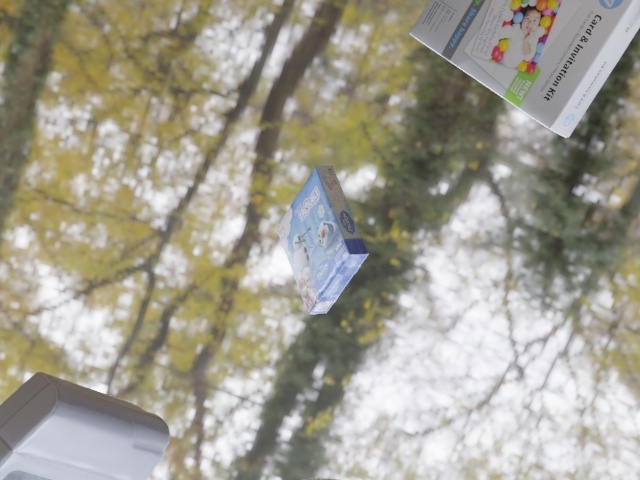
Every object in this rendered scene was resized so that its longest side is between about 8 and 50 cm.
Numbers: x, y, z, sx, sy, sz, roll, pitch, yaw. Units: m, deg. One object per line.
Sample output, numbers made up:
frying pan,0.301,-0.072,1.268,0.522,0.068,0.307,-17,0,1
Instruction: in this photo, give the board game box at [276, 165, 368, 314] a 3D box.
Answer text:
board game box,0.000,0.000,1.137,0.020,0.090,0.090,-3,-124,-29

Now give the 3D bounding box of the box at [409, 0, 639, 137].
box,0.184,-0.198,1.210,0.186,0.145,0.038,41,-163,35

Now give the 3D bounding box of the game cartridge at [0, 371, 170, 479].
game cartridge,-0.282,0.262,1.245,0.060,0.294,0.196,38,-175,40

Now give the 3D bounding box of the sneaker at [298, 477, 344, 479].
sneaker,0.057,0.249,1.132,0.212,0.080,0.094,18,167,-4
